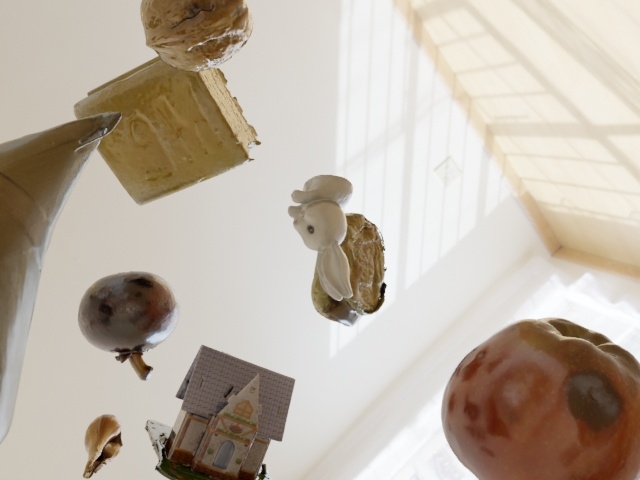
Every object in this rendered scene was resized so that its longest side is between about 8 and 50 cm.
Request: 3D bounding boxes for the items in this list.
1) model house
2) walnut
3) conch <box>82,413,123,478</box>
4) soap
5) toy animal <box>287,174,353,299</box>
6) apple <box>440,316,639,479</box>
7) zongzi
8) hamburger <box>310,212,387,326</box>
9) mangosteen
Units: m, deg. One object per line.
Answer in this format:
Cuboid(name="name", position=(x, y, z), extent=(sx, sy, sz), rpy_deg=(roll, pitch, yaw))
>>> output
Cuboid(name="model house", position=(-0.072, 0.143, 0.445), extent=(0.117, 0.088, 0.167), rpy_deg=(24, 167, -15))
Cuboid(name="walnut", position=(-0.203, -0.357, 0.871), extent=(0.155, 0.184, 0.155), rpy_deg=(42, 154, 26))
Cuboid(name="conch", position=(-0.626, 0.578, 1.506), extent=(0.330, 0.093, 0.109), rpy_deg=(-112, 6, -78))
Cuboid(name="soap", position=(-0.357, -0.274, 1.273), extent=(0.156, 0.335, 0.293), rpy_deg=(-86, -27, -55))
Cuboid(name="toy animal", position=(-0.001, -0.002, 0.970), extent=(0.131, 0.220, 0.104), rpy_deg=(12, 154, -25))
Cuboid(name="apple", position=(0.262, 0.195, 0.631), extent=(0.230, 0.230, 0.230), rpy_deg=(48, 174, 7))
Cuboid(name="zongzi", position=(-0.263, 0.032, 0.473), extent=(0.260, 0.289, 0.123), rpy_deg=(60, 150, 7))
Cuboid(name="hamburger", position=(0.071, 0.079, 1.416), extent=(0.134, 0.285, 0.265), rpy_deg=(-10, 151, 38))
Cuboid(name="mangosteen", position=(-0.449, 0.205, 1.279), extent=(0.235, 0.235, 0.261), rpy_deg=(83, 177, -80))
